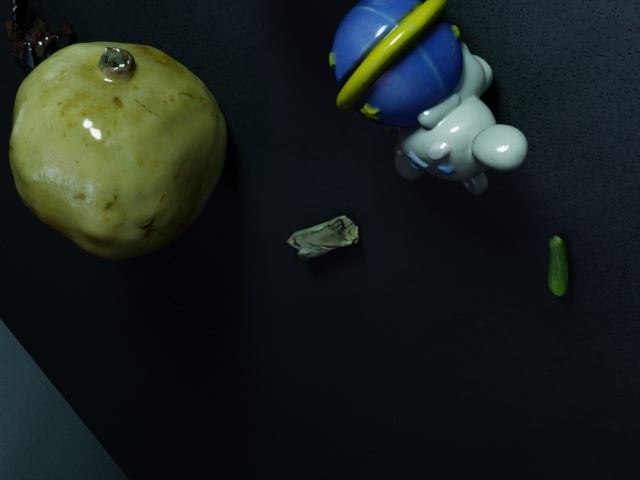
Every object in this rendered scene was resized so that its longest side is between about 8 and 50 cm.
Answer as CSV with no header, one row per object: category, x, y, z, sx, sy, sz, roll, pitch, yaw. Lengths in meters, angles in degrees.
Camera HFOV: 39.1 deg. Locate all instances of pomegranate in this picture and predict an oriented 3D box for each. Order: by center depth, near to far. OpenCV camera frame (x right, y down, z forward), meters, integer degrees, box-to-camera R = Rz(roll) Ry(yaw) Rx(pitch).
pomegranate,-0.300,-0.142,1.362,0.332,0.332,0.333,29,142,26

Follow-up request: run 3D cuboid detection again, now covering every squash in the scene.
squash,0.298,0.031,1.127,0.027,0.027,0.089,18,131,36

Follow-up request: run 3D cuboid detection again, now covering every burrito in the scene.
burrito,0.001,-0.001,1.412,0.051,0.042,0.171,51,143,-11

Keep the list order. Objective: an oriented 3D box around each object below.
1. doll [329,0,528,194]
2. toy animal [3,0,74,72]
doll,0.119,-0.169,1.047,0.242,0.160,0.311,33,169,0
toy animal,-0.507,-0.341,1.562,0.179,0.116,0.219,17,142,36
